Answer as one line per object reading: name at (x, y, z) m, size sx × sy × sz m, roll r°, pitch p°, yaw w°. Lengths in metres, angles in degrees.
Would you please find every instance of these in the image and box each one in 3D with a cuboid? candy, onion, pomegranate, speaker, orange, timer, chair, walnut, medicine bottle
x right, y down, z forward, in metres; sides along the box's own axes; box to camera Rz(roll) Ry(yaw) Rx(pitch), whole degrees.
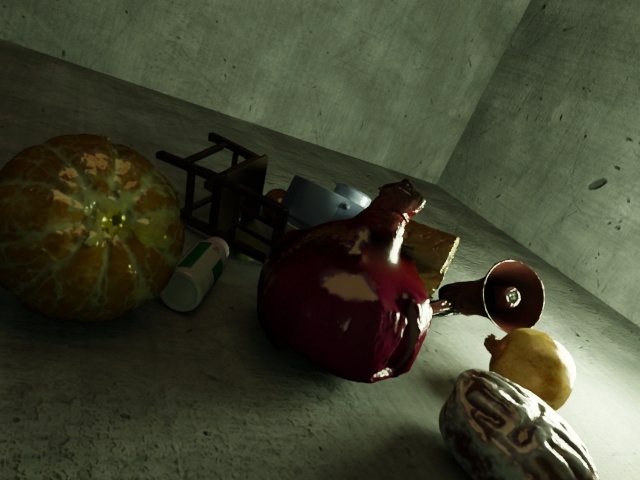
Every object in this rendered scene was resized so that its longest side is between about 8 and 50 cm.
candy at (0.356, 0.376, 0.956) m, size 0.214 × 0.157 × 0.289 m, roll -20°, pitch 52°, yaw -44°
onion at (0.069, 0.056, 1.069) m, size 0.399 × 0.420 × 0.398 m, roll 14°, pitch 22°, yaw -6°
pomegranate at (0.510, 0.317, 1.255) m, size 0.207 × 0.207 × 0.207 m, roll 21°, pitch 19°, yaw -8°
speaker at (0.426, 0.192, 1.471) m, size 0.198 × 0.259 × 0.329 m, roll 52°, pitch -25°, yaw -5°
orange at (-0.405, -0.018, 0.900) m, size 0.329 × 0.329 × 0.249 m, roll 13°, pitch -16°, yaw -30°
timer at (0.061, -0.079, 1.554) m, size 0.395 × 0.173 × 0.395 m, roll 26°, pitch 5°, yaw -2°
chair at (-0.218, -0.123, 1.422) m, size 0.416 × 0.203 × 0.241 m, roll 25°, pitch 30°, yaw 19°
walnut at (-0.143, -0.124, 1.775) m, size 0.116 × 0.115 × 0.207 m, roll 22°, pitch 12°, yaw -7°
medicine bottle at (-0.268, 0.062, 1.141) m, size 0.095 × 0.095 × 0.260 m, roll 23°, pitch 21°, yaw -2°

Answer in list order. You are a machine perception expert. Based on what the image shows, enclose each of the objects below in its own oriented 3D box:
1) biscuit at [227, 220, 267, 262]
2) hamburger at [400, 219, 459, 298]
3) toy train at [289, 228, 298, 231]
biscuit at (-0.225, -0.022, 1.491) m, size 0.099 × 0.038 × 0.322 m, roll 8°, pitch 23°, yaw -22°
hamburger at (0.233, 0.037, 1.331) m, size 0.209 × 0.162 × 0.330 m, roll 26°, pitch -6°, yaw 11°
toy train at (-0.010, 0.041, 1.511) m, size 0.253 × 0.105 × 0.157 m, roll 25°, pitch 6°, yaw -2°
